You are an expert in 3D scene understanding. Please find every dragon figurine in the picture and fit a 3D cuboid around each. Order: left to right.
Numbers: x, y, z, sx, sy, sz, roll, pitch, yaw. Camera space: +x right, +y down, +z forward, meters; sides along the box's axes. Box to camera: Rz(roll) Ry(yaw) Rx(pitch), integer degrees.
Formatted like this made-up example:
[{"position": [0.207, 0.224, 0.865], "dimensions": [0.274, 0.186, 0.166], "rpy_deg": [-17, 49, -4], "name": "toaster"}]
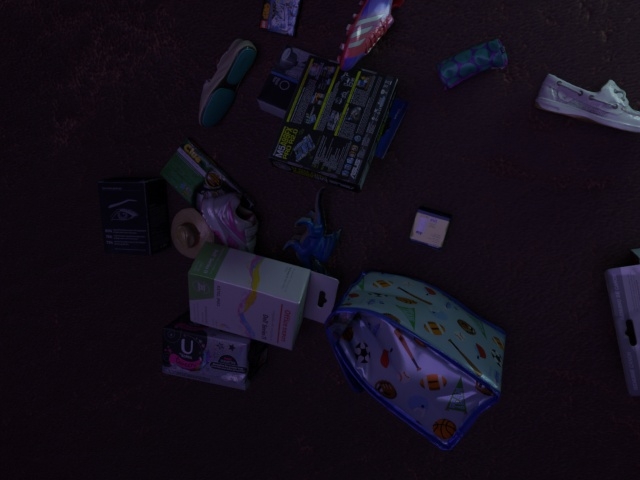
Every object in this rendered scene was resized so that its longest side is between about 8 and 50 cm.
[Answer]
[{"position": [0.000, 0.000, 1.552], "dimensions": [0.144, 0.085, 0.289], "rpy_deg": [31, 113, 7], "name": "dragon figurine"}]

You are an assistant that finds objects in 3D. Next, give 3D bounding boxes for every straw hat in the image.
[{"position": [-0.369, -0.014, 1.678], "dimensions": [0.145, 0.061, 0.144], "rpy_deg": [3, 102, 16], "name": "straw hat"}]

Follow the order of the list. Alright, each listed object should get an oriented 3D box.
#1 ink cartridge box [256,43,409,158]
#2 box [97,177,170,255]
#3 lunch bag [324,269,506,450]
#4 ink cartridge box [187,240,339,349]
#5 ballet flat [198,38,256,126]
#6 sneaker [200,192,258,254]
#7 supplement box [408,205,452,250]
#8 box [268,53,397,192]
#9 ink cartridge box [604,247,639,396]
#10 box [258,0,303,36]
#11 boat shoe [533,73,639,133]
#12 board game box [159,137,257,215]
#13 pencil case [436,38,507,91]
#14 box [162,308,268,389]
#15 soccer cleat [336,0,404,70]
[{"position": [0.031, -0.334, 1.451], "dimensions": [0.333, 0.065, 0.165], "rpy_deg": [23, 79, 10], "name": "ink cartridge box"}, {"position": [-0.514, -0.070, 1.685], "dimensions": [0.153, 0.108, 0.206], "rpy_deg": [3, 102, 17], "name": "box"}, {"position": [0.208, 0.240, 1.416], "dimensions": [0.386, 0.328, 0.238], "rpy_deg": [36, 111, 5], "name": "lunch bag"}, {"position": [-0.146, 0.152, 1.539], "dimensions": [0.354, 0.119, 0.207], "rpy_deg": [15, 136, 6], "name": "ink cartridge box"}, {"position": [-0.249, -0.407, 1.555], "dimensions": [0.086, 0.086, 0.248], "rpy_deg": [40, 108, 6], "name": "ballet flat"}, {"position": [-0.208, -0.017, 1.587], "dimensions": [0.111, 0.103, 0.252], "rpy_deg": [-22, 117, 11], "name": "sneaker"}, {"position": [0.267, -0.030, 1.480], "dimensions": [0.083, 0.056, 0.083], "rpy_deg": [18, 106, 13], "name": "supplement box"}, {"position": [0.031, -0.265, 1.370], "dimensions": [0.217, 0.060, 0.269], "rpy_deg": [18, 79, 11], "name": "box"}, {"position": [0.783, 0.166, 1.325], "dimensions": [0.272, 0.130, 0.309], "rpy_deg": [-11, 98, 21], "name": "ink cartridge box"}, {"position": [-0.093, -0.577, 1.488], "dimensions": [0.094, 0.027, 0.136], "rpy_deg": [17, 106, 12], "name": "box"}, {"position": [0.606, -0.294, 1.296], "dimensions": [0.277, 0.098, 0.096], "rpy_deg": [18, 107, 14], "name": "boat shoe"}, {"position": [-0.306, -0.142, 1.649], "dimensions": [0.259, 0.030, 0.136], "rpy_deg": [45, 113, 4], "name": "board game box"}, {"position": [0.343, -0.397, 1.373], "dimensions": [0.152, 0.064, 0.070], "rpy_deg": [-19, 79, 20], "name": "pencil case"}, {"position": [-0.286, 0.291, 1.663], "dimensions": [0.248, 0.163, 0.142], "rpy_deg": [7, 105, 15], "name": "box"}, {"position": [0.112, -0.477, 1.366], "dimensions": [0.095, 0.083, 0.247], "rpy_deg": [23, 68, -3], "name": "soccer cleat"}]
